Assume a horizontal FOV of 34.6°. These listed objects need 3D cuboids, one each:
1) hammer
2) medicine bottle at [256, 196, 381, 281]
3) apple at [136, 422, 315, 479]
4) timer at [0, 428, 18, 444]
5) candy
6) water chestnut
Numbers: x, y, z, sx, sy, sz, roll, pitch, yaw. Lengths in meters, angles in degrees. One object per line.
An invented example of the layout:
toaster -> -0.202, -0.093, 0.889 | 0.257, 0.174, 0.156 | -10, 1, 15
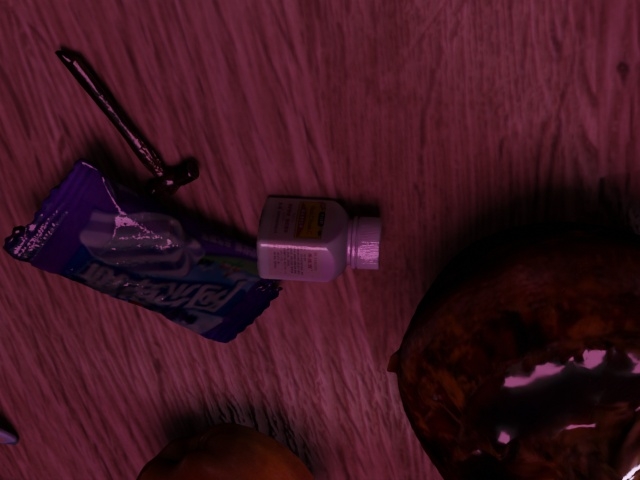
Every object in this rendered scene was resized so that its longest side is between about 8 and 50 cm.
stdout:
hammer -> -0.185, -0.113, 0.969 | 0.065, 0.021, 0.178 | -18, 123, 28
medicine bottle -> 0.000, 0.000, 1.002 | 0.117, 0.074, 0.055 | 4, 130, 5
apple -> -0.106, 0.332, 1.218 | 0.233, 0.234, 0.234 | 4, 131, 4
timer -> -0.490, 0.226, 1.209 | 0.175, 0.175, 0.255 | -9, 130, 15
candy -> -0.167, 0.019, 1.043 | 0.275, 0.070, 0.145 | 27, 126, -25
water chestnut -> 0.237, 0.153, 0.951 | 0.350, 0.302, 0.351 | 1, 129, 1
